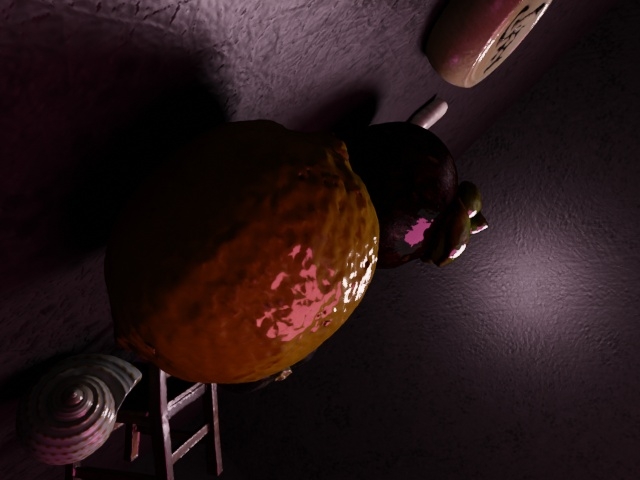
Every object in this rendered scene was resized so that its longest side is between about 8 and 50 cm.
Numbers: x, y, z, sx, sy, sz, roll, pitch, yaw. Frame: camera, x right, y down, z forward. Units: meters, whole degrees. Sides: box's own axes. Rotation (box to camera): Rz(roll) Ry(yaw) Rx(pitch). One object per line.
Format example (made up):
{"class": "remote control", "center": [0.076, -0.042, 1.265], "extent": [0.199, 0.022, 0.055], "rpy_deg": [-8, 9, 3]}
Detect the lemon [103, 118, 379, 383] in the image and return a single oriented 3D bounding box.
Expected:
{"class": "lemon", "center": [-0.083, 0.017, 0.518], "extent": [0.322, 0.268, 0.268], "rpy_deg": [-43, 171, 11]}

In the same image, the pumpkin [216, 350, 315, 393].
{"class": "pumpkin", "center": [-0.154, 0.244, 1.231], "extent": [0.323, 0.242, 0.323], "rpy_deg": [-29, 160, -11]}

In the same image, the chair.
{"class": "chair", "center": [-0.345, 0.283, 0.923], "extent": [0.240, 0.417, 0.203], "rpy_deg": [1, -173, 20]}

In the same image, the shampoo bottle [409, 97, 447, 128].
{"class": "shampoo bottle", "center": [0.255, -0.299, 1.218], "extent": [0.152, 0.045, 0.077], "rpy_deg": [-42, 173, -21]}

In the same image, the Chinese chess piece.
{"class": "Chinese chess piece", "center": [0.298, -0.387, 0.832], "extent": [0.250, 0.101, 0.250], "rpy_deg": [-42, 170, -9]}

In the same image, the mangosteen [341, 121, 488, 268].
{"class": "mangosteen", "center": [0.143, -0.081, 0.923], "extent": [0.311, 0.311, 0.311], "rpy_deg": [-42, 171, -8]}

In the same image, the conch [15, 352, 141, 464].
{"class": "conch", "center": [-0.373, 0.244, 0.719], "extent": [0.199, 0.131, 0.172], "rpy_deg": [-30, -153, 42]}
